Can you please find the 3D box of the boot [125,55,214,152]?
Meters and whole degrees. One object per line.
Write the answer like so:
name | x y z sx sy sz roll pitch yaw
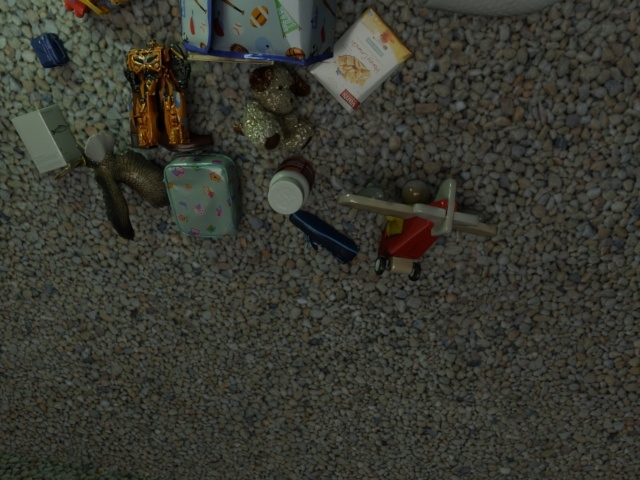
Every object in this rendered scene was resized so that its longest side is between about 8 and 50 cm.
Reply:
boot | -0.453 -0.415 1.564 0.264 0.096 0.281 8 108 11

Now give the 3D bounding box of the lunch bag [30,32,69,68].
lunch bag | -0.794 -0.559 1.528 0.065 0.067 0.098 -16 113 14

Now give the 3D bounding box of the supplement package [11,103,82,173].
supplement package | -0.856 -0.320 1.626 0.105 0.105 0.179 -14 113 13

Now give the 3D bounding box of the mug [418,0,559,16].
mug | 0.434 -0.713 1.191 0.327 0.276 0.374 6 125 -7

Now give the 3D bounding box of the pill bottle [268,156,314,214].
pill bottle | -0.087 -0.165 1.542 0.121 0.221 0.121 2 115 5

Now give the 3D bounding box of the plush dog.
plush dog | -0.139 -0.384 1.467 0.210 0.262 0.226 25 110 24

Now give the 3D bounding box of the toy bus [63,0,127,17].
toy bus | -0.612 -0.696 1.411 0.220 0.149 0.211 31 128 -11

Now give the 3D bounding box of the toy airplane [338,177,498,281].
toy airplane | 0.290 -0.076 1.513 0.384 0.273 0.386 -12 146 25

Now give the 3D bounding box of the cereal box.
cereal box | 0.111 -0.504 1.457 0.173 0.047 0.240 43 112 -13

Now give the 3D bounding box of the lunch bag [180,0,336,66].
lunch bag | -0.169 -0.600 1.218 0.385 0.239 0.328 14 117 18

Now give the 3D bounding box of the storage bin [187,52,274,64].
storage bin | -0.243 -0.628 1.401 0.260 0.123 0.262 4 116 4

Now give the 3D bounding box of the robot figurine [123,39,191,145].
robot figurine | -0.463 -0.419 1.469 0.211 0.085 0.291 -1 105 15

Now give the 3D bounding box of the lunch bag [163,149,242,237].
lunch bag | -0.370 -0.146 1.632 0.224 0.108 0.279 2 124 8

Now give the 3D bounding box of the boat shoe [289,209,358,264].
boat shoe | 0.000 0.000 1.675 0.258 0.109 0.089 35 117 -7

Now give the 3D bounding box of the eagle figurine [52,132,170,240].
eagle figurine | -0.630 -0.181 1.626 0.298 0.225 0.226 42 103 -1
